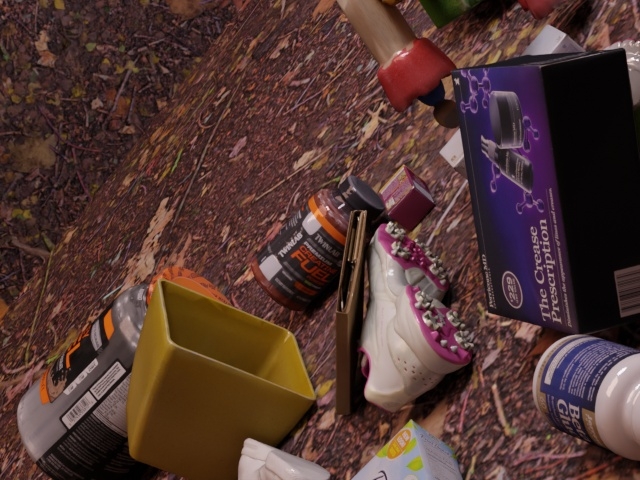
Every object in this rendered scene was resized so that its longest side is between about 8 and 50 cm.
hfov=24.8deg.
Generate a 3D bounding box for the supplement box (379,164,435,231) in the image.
[{"bbox_3d":[0.118,-0.058,1.978,0.055,0.043,0.083,-47,21,15],"label":"supplement box"}]

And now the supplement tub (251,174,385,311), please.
[{"bbox_3d":[0.000,0.000,2.048,0.198,0.106,0.106,-47,22,18],"label":"supplement tub"}]

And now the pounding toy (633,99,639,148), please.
[{"bbox_3d":[0.399,-0.129,1.460,0.237,0.110,0.183,-33,-10,-43],"label":"pounding toy"}]

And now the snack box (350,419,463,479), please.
[{"bbox_3d":[0.073,0.307,1.465,0.174,0.070,0.207,-47,23,17],"label":"snack box"}]

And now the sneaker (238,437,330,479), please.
[{"bbox_3d":[-0.052,0.302,1.754,0.094,0.080,0.212,-69,16,-8],"label":"sneaker"}]

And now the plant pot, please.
[{"bbox_3d":[-0.155,0.205,1.942,0.187,0.212,0.212,-61,19,15],"label":"plant pot"}]

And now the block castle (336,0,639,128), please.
[{"bbox_3d":[0.256,-0.326,1.693,0.303,0.213,0.453,-31,6,40],"label":"block castle"}]

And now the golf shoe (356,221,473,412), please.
[{"bbox_3d":[0.086,0.086,1.732,0.140,0.115,0.306,-50,20,19],"label":"golf shoe"}]

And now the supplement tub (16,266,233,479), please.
[{"bbox_3d":[-0.280,0.207,2.172,0.338,0.207,0.207,-44,23,21],"label":"supplement tub"}]

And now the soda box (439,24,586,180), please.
[{"bbox_3d":[0.250,-0.163,1.830,0.216,0.069,0.074,-50,21,8],"label":"soda box"}]

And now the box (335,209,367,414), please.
[{"bbox_3d":[0.036,0.089,1.763,0.201,0.021,0.164,90,-173,-48],"label":"box"}]

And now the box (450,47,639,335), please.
[{"bbox_3d":[0.230,-0.051,1.443,0.103,0.261,0.184,-13,9,-18],"label":"box"}]

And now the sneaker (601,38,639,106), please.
[{"bbox_3d":[0.291,-0.147,1.672,0.252,0.103,0.111,-17,40,58],"label":"sneaker"}]

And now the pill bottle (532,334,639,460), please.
[{"bbox_3d":[0.267,0.141,1.283,0.094,0.094,0.169,-56,21,-8],"label":"pill bottle"}]
